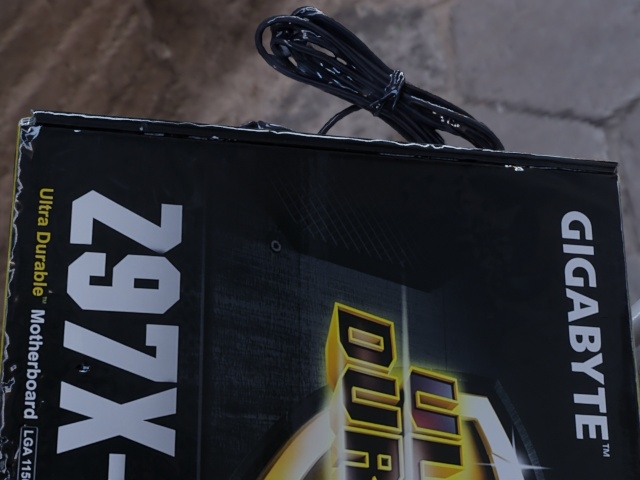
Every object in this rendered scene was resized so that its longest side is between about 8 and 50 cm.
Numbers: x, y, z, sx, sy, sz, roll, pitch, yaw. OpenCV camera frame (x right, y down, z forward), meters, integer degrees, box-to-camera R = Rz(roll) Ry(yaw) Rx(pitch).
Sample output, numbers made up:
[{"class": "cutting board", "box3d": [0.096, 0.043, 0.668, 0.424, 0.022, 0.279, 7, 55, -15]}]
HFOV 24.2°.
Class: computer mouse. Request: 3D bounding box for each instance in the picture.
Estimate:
[{"class": "computer mouse", "box3d": [0.000, 0.000, 0.918, 0.262, 0.184, 0.060, -61, 3, 20]}]

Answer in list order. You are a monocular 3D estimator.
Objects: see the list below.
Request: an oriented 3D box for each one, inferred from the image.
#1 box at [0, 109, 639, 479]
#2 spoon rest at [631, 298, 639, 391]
[{"class": "box", "box3d": [-0.001, 0.116, 0.582, 0.257, 0.079, 0.322, 4, 67, -10]}, {"class": "spoon rest", "box3d": [0.219, 0.147, 0.736, 0.137, 0.276, 0.084, -37, 4, -14]}]
